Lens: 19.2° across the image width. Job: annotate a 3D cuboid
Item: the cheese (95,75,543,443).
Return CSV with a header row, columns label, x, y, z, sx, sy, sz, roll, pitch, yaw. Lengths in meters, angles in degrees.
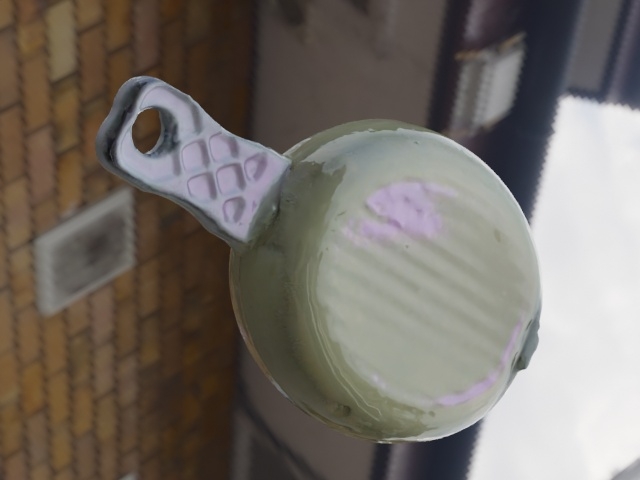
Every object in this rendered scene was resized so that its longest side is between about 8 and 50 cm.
label,x,y,z,sx,sy,sz,roll,pitch,yaw
cheese,0.000,0.000,0.805,0.227,0.137,0.064,32,-14,-33
